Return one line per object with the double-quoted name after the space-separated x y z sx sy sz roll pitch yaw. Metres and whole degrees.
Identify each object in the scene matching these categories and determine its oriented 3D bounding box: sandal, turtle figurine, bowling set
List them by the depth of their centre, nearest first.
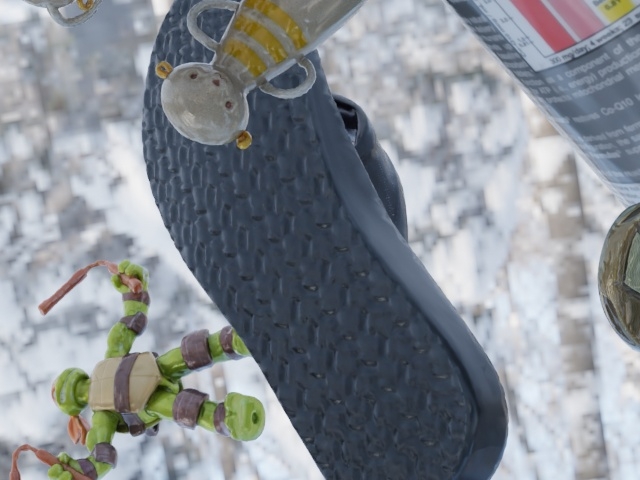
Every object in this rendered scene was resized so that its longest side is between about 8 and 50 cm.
0.162 0.015 0.869 0.049 0.072 0.180 13 -174 27 "sandal"
-0.100 -0.204 0.909 0.154 0.287 0.200 -49 171 -21 "bowling set"
-0.001 0.003 1.246 0.167 0.446 0.107 -42 148 26 "sandal"
-0.150 0.135 1.524 0.217 0.087 0.269 -6 -127 29 "turtle figurine"

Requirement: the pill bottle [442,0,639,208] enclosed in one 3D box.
0.164 -0.180 1.003 0.210 0.363 0.210 -39 -160 17 "pill bottle"
